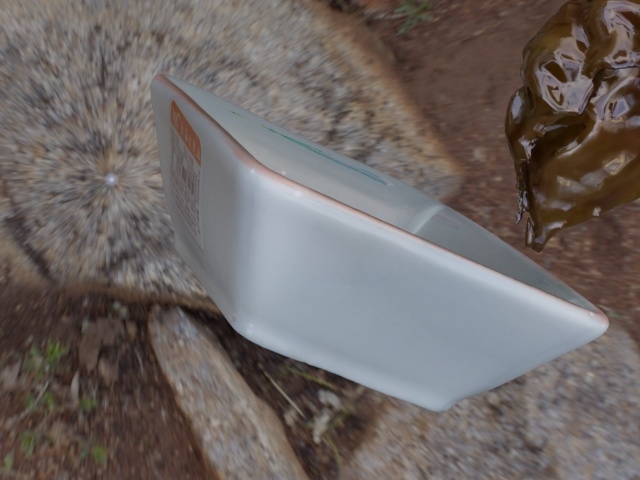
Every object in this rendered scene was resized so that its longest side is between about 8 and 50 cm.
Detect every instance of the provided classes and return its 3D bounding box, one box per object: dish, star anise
[{"bbox_3d":[0.000,0.000,0.672,0.154,0.234,0.064,23,99,-21],"label":"dish"},{"bbox_3d":[0.147,-0.131,0.764,0.237,0.148,0.346,-35,73,11],"label":"star anise"}]
